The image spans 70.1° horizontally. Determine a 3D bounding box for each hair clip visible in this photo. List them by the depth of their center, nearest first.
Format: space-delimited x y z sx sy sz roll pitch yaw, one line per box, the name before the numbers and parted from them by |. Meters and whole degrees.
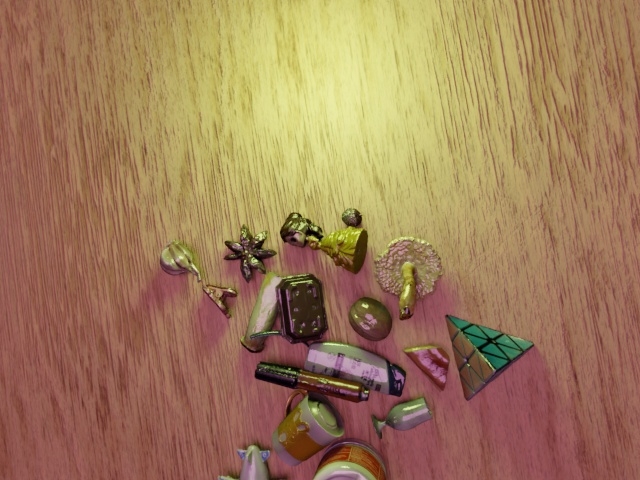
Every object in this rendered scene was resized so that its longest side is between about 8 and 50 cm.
hair clip | -0.146 0.353 1.689 0.230 0.039 0.070 8 91 -12
hair clip | -0.399 0.228 1.746 0.138 0.123 0.102 12 62 5

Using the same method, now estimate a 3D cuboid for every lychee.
lychee | 0.117 -0.084 1.678 0.084 0.068 0.067 -3 58 28

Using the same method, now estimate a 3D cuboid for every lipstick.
lipstick | -0.033 0.507 1.632 0.419 0.077 0.077 8 90 14

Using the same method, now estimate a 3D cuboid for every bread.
bread | 0.398 0.429 1.611 0.119 0.067 0.192 -44 80 14

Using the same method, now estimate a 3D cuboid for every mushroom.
mushroom | 0.323 0.125 1.535 0.208 0.301 0.232 13 106 -22
mushroom | -0.212 0.273 1.722 0.100 0.081 0.311 21 91 4

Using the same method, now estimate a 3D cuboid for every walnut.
walnut | 0.177 0.280 1.623 0.162 0.140 0.140 34 94 -1

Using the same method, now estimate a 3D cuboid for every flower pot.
flower pot | -0.062 0.246 1.657 0.179 0.084 0.250 -7 83 -14

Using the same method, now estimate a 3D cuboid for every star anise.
star anise | -0.266 0.038 1.739 0.212 0.073 0.197 43 90 12

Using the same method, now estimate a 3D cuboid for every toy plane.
toy plane | -0.249 0.894 1.691 0.267 0.123 0.266 0 91 11

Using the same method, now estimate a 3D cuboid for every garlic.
garlic | -0.538 0.097 1.773 0.194 0.131 0.127 45 78 1

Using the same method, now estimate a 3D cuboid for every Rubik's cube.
Rubik's cube | 0.555 0.393 1.545 0.229 0.233 0.228 -16 41 45

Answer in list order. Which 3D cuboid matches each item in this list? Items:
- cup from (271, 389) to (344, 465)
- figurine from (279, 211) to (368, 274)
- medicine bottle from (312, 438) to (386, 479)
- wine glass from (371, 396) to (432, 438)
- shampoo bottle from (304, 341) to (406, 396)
cup | -0.060 0.662 1.651 0.226 0.185 0.241 -46 47 12
figurine | -0.001 0.004 1.657 0.316 0.187 0.167 14 95 19
medicine bottle | 0.099 0.850 1.566 0.253 0.241 0.252 0 88 11
wine glass | 0.290 0.625 1.613 0.203 0.093 0.092 -26 84 10
shampoo bottle | 0.128 0.455 1.654 0.360 0.078 0.134 13 91 11
